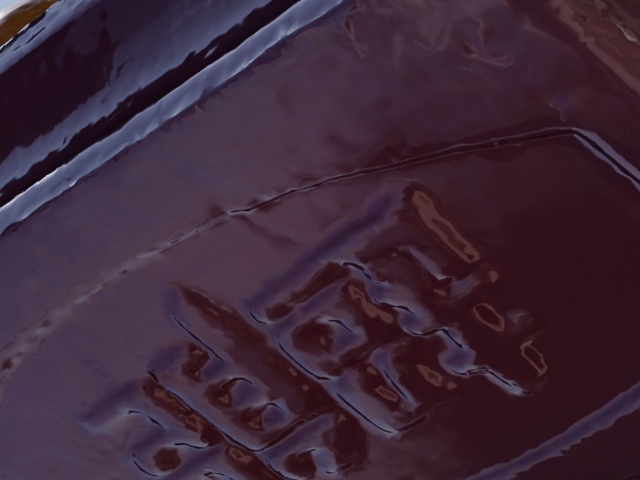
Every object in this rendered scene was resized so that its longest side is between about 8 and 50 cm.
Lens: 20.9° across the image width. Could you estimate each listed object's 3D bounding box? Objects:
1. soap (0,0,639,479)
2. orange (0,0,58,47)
[{"bbox_3d":[0.000,0.000,0.598,0.233,0.359,0.128,35,-135,-28],"label":"soap"},{"bbox_3d":[-0.122,-0.061,0.995,0.161,0.193,0.193,-60,-5,33],"label":"orange"}]
